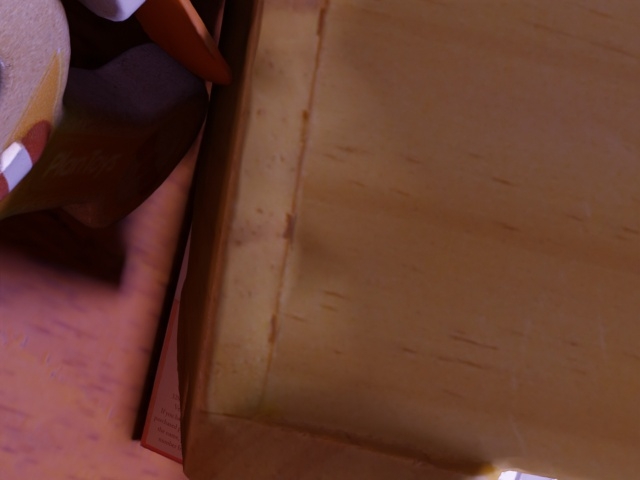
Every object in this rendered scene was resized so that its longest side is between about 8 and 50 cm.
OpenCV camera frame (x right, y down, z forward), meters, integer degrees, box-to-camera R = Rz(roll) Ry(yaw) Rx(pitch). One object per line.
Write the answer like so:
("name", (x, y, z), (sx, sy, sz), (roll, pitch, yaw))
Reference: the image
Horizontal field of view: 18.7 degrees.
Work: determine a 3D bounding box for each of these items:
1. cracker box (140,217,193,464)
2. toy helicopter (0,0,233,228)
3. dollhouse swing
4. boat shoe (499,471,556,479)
("cracker box", (0.000, 0.000, 1.002), (0.155, 0.067, 0.232), (-6, 112, -58))
("toy helicopter", (-0.115, -0.052, 0.705), (0.235, 0.140, 0.355), (-55, 169, 12))
("dollhouse swing", (0.118, -0.076, 0.771), (0.315, 0.305, 0.347), (-111, -151, -77))
("boat shoe", (0.177, 0.096, 1.331), (0.267, 0.088, 0.096), (-65, 150, -8))
